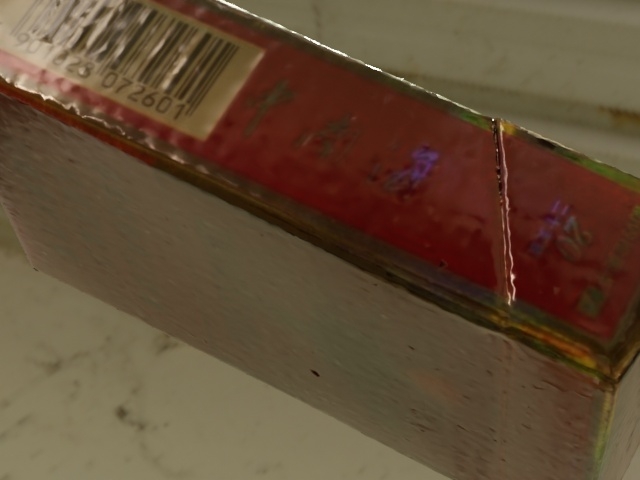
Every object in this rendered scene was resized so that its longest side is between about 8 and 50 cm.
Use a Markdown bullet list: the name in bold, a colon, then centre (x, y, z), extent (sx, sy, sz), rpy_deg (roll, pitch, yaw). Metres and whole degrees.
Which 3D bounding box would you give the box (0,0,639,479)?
- **box**: centre (-0.001, 0.000, 0.727), extent (0.313, 0.089, 0.197), rpy_deg (26, -24, 17)
